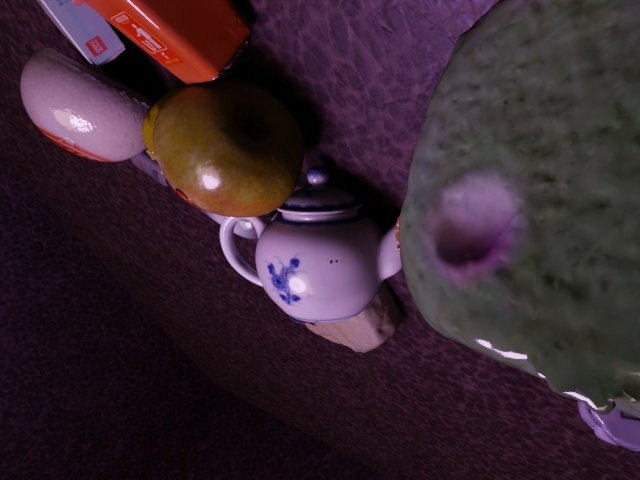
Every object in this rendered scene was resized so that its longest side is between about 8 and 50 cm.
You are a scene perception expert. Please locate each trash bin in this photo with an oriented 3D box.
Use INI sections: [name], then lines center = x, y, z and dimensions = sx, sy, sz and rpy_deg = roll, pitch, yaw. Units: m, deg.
[trash bin]
center = -0.224, -0.366, 0.834
dimensions = 0.238, 0.185, 0.161
rpy_deg = 40, 164, -35

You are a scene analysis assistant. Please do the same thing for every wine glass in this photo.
[wine glass]
center = -0.167, -0.064, 1.274
dimensions = 0.204, 0.111, 0.111
rpy_deg = 26, 151, 18

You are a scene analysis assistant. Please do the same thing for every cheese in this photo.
[cheese]
center = 0.035, 0.136, 1.337
dimensions = 0.317, 0.115, 0.326
rpy_deg = 17, 145, 36

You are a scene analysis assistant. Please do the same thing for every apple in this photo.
[apple]
center = -0.153, -0.162, 0.963
dimensions = 0.261, 0.261, 0.194
rpy_deg = 43, 143, -8

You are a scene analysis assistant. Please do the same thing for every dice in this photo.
[dice]
center = 0.283, -0.024, 0.445
dimensions = 0.322, 0.319, 0.330
rpy_deg = 20, 179, -39

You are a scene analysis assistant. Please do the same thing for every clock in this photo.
[clock]
center = 0.500, 0.261, 0.912
dimensions = 0.188, 0.189, 0.254
rpy_deg = 24, 163, 27

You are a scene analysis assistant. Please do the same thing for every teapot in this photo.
[teapot]
center = 0.000, 0.000, 1.055
dimensions = 0.423, 0.252, 0.280
rpy_deg = 2, 103, 21

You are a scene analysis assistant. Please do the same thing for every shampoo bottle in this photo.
[shampoo bottle]
center = -0.469, -0.211, 1.500
dimensions = 0.165, 0.040, 0.080
rpy_deg = 34, 154, 10

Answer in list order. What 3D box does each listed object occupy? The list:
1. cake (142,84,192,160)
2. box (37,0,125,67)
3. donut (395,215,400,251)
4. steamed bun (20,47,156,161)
[cake]
center = -0.240, -0.180, 1.151
dimensions = 0.260, 0.156, 0.179
rpy_deg = 47, 146, -12
[box]
center = -0.488, -0.459, 1.056
dimensions = 0.135, 0.079, 0.269
rpy_deg = 35, 162, 55
[donut]
center = 0.217, -0.014, 0.892
dimensions = 0.190, 0.075, 0.174
rpy_deg = 30, 137, -1
[steamed bun]
center = -0.487, -0.266, 1.179
dimensions = 0.282, 0.177, 0.283
rpy_deg = 28, -177, -2
